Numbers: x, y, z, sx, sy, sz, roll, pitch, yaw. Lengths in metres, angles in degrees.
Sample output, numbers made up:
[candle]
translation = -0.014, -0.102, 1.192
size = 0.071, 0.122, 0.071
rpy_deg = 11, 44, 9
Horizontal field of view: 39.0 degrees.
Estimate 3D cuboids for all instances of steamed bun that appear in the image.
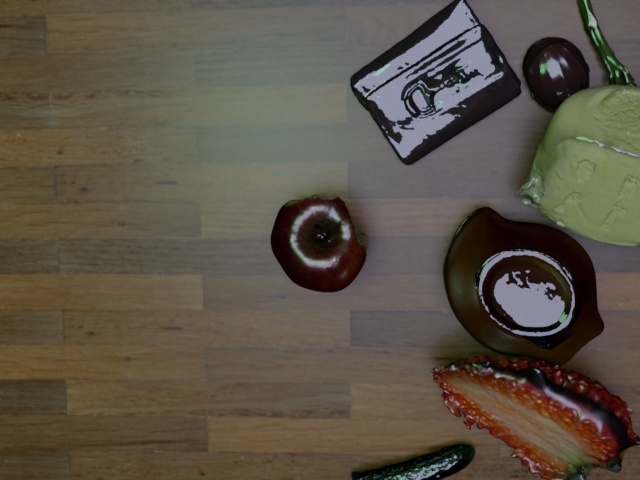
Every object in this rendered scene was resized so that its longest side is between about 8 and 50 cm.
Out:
[steamed bun]
translation = 0.450, -0.114, 1.350
size = 0.273, 0.232, 0.166
rpy_deg = 15, 54, 12

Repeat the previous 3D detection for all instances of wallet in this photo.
[wallet]
translation = 0.180, -0.248, 1.432
size = 0.229, 0.049, 0.182
rpy_deg = -34, 96, 10

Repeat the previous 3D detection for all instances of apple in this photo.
[apple]
translation = -0.003, 0.006, 1.426
size = 0.156, 0.158, 0.147
rpy_deg = 25, 85, 3

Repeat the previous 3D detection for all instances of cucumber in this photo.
[cucumber]
translation = 0.158, 0.387, 1.512
size = 0.215, 0.052, 0.058
rpy_deg = -18, 66, 6

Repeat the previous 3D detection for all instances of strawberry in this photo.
[strawberry]
translation = 0.340, 0.242, 1.415
size = 0.306, 0.137, 0.233
rpy_deg = 38, 143, 2

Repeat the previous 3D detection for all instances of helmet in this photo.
[helmet]
translation = 0.369, -0.258, 1.399
size = 0.098, 0.070, 0.123
rpy_deg = -28, 92, 8

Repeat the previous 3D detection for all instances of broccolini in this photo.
[broccolini]
translation = 0.450, -0.292, 1.406
size = 0.054, 0.051, 0.239
rpy_deg = -23, 87, 14

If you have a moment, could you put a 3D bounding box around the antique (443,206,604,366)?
[antique]
translation = 0.317, 0.074, 1.416
size = 0.223, 0.129, 0.278
rpy_deg = -39, 94, 8
